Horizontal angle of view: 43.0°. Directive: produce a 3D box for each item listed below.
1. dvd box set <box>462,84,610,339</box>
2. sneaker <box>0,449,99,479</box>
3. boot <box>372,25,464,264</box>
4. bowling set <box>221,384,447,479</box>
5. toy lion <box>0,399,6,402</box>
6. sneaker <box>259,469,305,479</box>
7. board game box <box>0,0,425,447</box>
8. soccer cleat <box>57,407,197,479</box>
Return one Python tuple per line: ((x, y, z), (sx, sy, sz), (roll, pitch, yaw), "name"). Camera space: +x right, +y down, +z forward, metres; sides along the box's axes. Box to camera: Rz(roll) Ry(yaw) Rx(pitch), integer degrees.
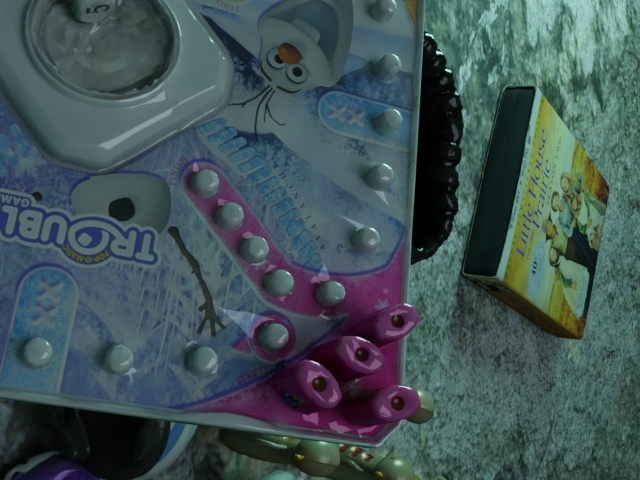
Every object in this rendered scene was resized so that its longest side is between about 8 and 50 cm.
((0.375, -0.028, 1.352), (0.420, 0.062, 0.308), (31, 70, -51), "dvd box set")
((-0.214, 0.263, 0.561), (0.095, 0.104, 0.236), (54, 52, -41), "sneaker")
((-0.003, 0.001, 0.675), (0.131, 0.260, 0.348), (-41, 126, -43), "boot")
((0.049, 0.168, 0.859), (0.287, 0.154, 0.200), (31, 70, -51), "bowling set")
((-0.260, 0.113, 0.540), (0.096, 0.034, 0.100), (23, 77, -45), "toy lion")
((-0.054, 0.412, 0.773), (0.150, 0.135, 0.366), (-12, 103, -56), "sneaker")
((-0.115, -0.111, 0.438), (0.389, 0.050, 0.390), (12, 69, -18), "board game box")
((-0.142, 0.017, 0.639), (0.143, 0.116, 0.331), (8, 84, -78), "soccer cleat")
